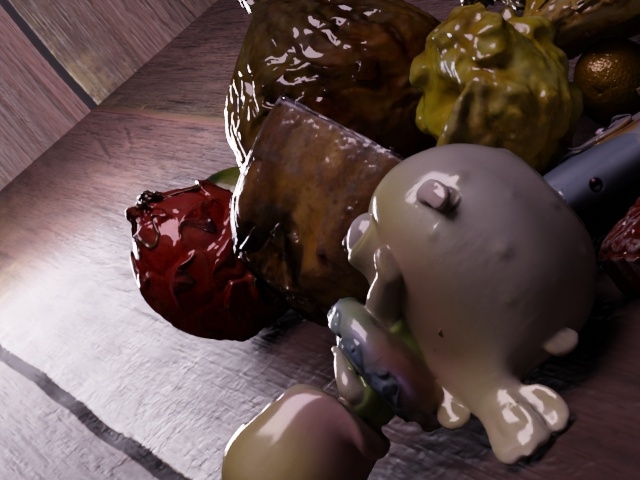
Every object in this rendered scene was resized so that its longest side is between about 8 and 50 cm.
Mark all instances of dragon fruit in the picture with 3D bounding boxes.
[{"bbox_3d":[-0.116,0.023,2.079,0.172,0.209,0.172,-43,-25,-26],"label":"dragon fruit"}]

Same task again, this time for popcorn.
[{"bbox_3d":[0.170,-0.134,1.812,0.155,0.197,0.197,-7,16,-7],"label":"popcorn"}]

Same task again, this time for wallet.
[{"bbox_3d":[0.279,-0.073,1.707,0.231,0.069,0.170,-32,5,-14],"label":"wallet"}]

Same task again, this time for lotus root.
[{"bbox_3d":[0.026,-0.013,1.814,0.192,0.272,0.272,-54,18,-1],"label":"lotus root"}]

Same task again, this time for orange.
[{"bbox_3d":[0.290,-0.157,1.869,0.085,0.085,0.095,-27,9,34],"label":"orange"}]

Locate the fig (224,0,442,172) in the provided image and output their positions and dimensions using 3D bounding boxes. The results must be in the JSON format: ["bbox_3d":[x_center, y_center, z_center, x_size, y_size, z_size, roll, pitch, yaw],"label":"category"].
[{"bbox_3d":[-0.024,-0.199,2.104,0.286,0.368,0.286,-42,-5,-5],"label":"fig"}]

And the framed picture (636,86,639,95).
[{"bbox_3d":[0.399,-0.186,1.744,0.201,0.010,0.136,-29,7,-15],"label":"framed picture"}]

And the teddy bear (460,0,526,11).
[{"bbox_3d":[0.244,-0.344,2.352,0.182,0.129,0.251,-39,16,8],"label":"teddy bear"}]

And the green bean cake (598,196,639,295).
[{"bbox_3d":[0.300,-0.014,1.534,0.135,0.056,0.136,-46,19,-17],"label":"green bean cake"}]

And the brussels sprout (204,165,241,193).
[{"bbox_3d":[-0.091,-0.028,2.256,0.149,0.122,0.151,-39,16,10],"label":"brussels sprout"}]

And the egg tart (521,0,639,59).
[{"bbox_3d":[0.307,-0.269,1.929,0.295,0.116,0.295,-23,-2,-1],"label":"egg tart"}]

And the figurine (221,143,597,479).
[{"bbox_3d":[0.068,0.115,1.540,0.394,0.226,0.274,-45,46,2],"label":"figurine"}]
